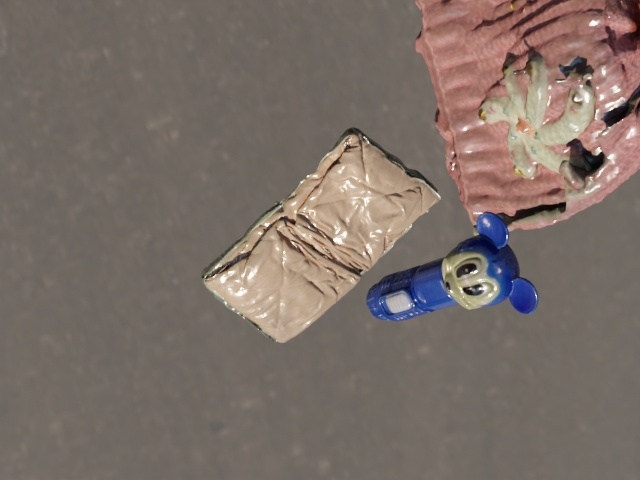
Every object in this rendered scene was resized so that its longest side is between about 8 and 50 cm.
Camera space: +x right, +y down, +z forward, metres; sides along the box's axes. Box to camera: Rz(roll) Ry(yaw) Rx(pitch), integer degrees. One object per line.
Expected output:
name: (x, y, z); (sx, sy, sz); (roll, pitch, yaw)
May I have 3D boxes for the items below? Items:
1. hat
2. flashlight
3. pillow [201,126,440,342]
hat: (0.196, -0.135, 1.460); (0.286, 0.236, 0.107); (-13, -177, 39)
flashlight: (0.064, 0.023, 0.978); (0.035, 0.057, 0.121); (-29, -174, -38)
pillow: (0.000, 0.000, 1.818); (0.232, 0.043, 0.126); (-44, 119, 13)
